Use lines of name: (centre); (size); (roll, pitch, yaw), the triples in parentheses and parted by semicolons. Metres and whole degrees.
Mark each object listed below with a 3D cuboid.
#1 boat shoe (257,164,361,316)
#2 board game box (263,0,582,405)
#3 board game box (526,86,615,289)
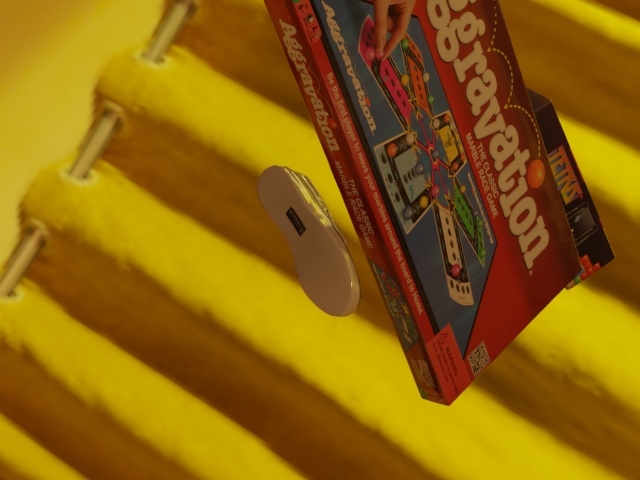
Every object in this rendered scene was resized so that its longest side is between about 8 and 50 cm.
boat shoe: (0.000, 0.000, 0.901); (0.035, 0.100, 0.035); (3, -42, -51)
board game box: (0.068, -0.057, 0.920); (0.145, 0.027, 0.281); (-42, -56, -31)
board game box: (0.130, -0.058, 1.153); (0.048, 0.170, 0.141); (-33, -59, -10)
